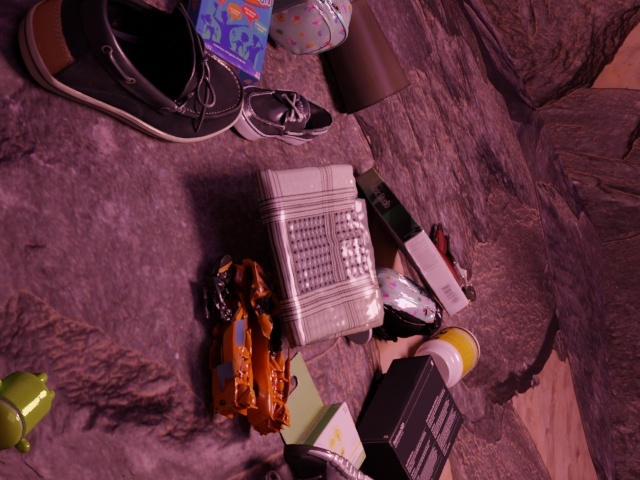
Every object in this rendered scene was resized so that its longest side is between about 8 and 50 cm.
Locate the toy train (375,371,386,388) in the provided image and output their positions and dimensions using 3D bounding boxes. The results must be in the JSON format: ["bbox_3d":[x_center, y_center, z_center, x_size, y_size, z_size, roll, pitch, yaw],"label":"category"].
[{"bbox_3d":[0.157,0.343,2.164,0.158,0.027,0.036,58,34,-29],"label":"toy train"}]

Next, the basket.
[{"bbox_3d":[0.089,-0.427,2.335,0.227,0.154,0.204,65,30,-10],"label":"basket"}]

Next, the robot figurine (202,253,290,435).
[{"bbox_3d":[-0.111,0.162,1.683,0.211,0.085,0.291,39,43,-51],"label":"robot figurine"}]

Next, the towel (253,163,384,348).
[{"bbox_3d":[0.014,0.020,1.813,0.324,0.056,0.312,-8,85,-59],"label":"towel"}]

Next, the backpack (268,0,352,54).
[{"bbox_3d":[-0.028,-0.467,2.102,0.188,0.165,0.145,36,46,-47],"label":"backpack"}]

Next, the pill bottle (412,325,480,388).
[{"bbox_3d":[0.284,0.275,2.345,0.208,0.119,0.119,-19,93,-64],"label":"pill bottle"}]

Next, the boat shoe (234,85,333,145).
[{"bbox_3d":[-0.071,-0.246,1.967,0.301,0.102,0.108,10,66,-61],"label":"boat shoe"}]

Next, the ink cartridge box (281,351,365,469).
[{"bbox_3d":[-0.006,0.334,1.828,0.171,0.056,0.235,-43,116,-60],"label":"ink cartridge box"}]

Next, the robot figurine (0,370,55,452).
[{"bbox_3d":[-0.362,0.199,1.195,0.115,0.067,0.101,-52,130,-58],"label":"robot figurine"}]

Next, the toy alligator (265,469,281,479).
[{"bbox_3d":[-0.050,0.464,1.681,0.190,0.056,0.051,66,-18,0],"label":"toy alligator"}]

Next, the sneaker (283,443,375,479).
[{"bbox_3d":[0.011,0.430,1.693,0.228,0.086,0.132,38,57,-39],"label":"sneaker"}]

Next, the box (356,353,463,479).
[{"bbox_3d":[0.180,0.387,2.070,0.184,0.103,0.261,64,36,-24],"label":"box"}]

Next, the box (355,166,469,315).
[{"bbox_3d":[0.197,-0.003,2.239,0.232,0.058,0.322,55,1,-33],"label":"box"}]

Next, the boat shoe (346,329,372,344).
[{"bbox_3d":[0.067,0.116,2.073,0.183,0.065,0.083,67,29,-11],"label":"boat shoe"}]

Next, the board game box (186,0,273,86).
[{"bbox_3d":[-0.166,-0.410,1.859,0.160,0.047,0.210,25,62,-38],"label":"board game box"}]

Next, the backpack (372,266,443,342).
[{"bbox_3d":[0.154,0.135,2.160,0.182,0.152,0.115,30,54,-34],"label":"backpack"}]

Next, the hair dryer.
[{"bbox_3d":[0.290,0.045,2.571,0.293,0.080,0.224,31,33,-61],"label":"hair dryer"}]

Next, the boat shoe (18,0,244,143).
[{"bbox_3d":[-0.245,-0.271,1.592,0.500,0.155,0.187,11,64,-62],"label":"boat shoe"}]
